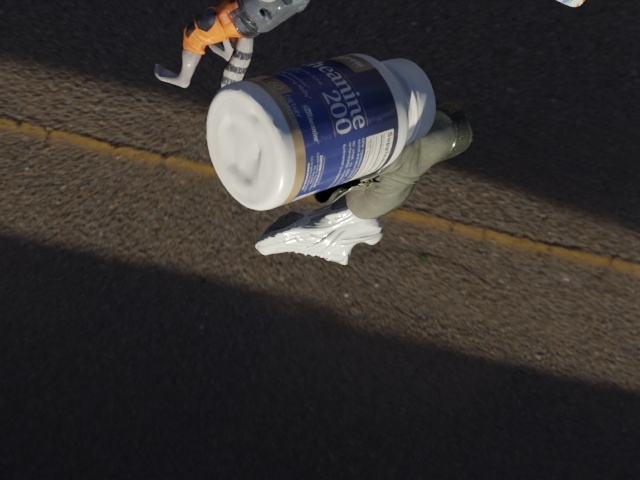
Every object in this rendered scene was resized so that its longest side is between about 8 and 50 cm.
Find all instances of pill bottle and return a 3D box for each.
[{"bbox_3d":[0.005,-0.064,0.459,0.120,0.067,0.067,-22,103,-36],"label":"pill bottle"}]

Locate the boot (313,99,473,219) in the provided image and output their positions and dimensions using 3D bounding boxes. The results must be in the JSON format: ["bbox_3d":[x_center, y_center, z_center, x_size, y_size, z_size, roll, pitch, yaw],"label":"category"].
[{"bbox_3d":[0.050,-0.078,0.988,0.161,0.246,0.083,-22,79,-32],"label":"boot"}]

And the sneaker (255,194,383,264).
[{"bbox_3d":[0.000,0.000,1.451,0.232,0.090,0.115,-16,113,23],"label":"sneaker"}]

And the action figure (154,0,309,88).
[{"bbox_3d":[-0.088,-0.394,1.431,0.330,0.341,0.178,-35,85,36],"label":"action figure"}]

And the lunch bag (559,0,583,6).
[{"bbox_3d":[0.371,-0.534,1.437,0.303,0.115,0.243,14,63,-25],"label":"lunch bag"}]
